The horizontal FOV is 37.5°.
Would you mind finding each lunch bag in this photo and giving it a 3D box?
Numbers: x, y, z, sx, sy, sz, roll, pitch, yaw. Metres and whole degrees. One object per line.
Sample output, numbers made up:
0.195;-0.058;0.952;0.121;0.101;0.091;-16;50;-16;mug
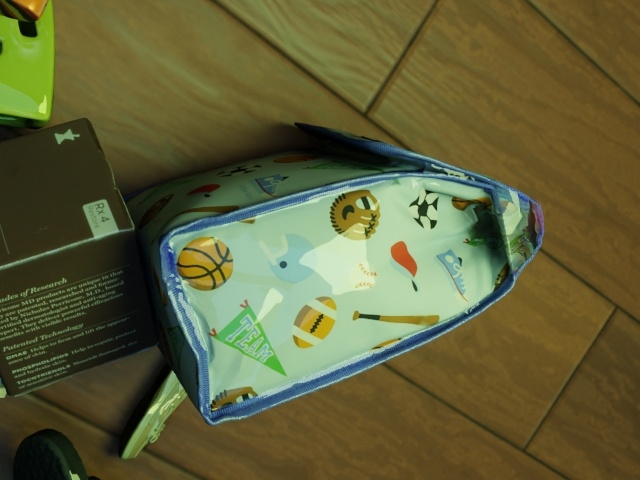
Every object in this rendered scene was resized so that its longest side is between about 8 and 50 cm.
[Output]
0.000;0.000;1.026;0.385;0.328;0.239;-16;104;-15;lunch bag

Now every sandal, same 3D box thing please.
-0.261;0.402;1.123;0.107;0.167;0.446;-27;119;-40;sandal

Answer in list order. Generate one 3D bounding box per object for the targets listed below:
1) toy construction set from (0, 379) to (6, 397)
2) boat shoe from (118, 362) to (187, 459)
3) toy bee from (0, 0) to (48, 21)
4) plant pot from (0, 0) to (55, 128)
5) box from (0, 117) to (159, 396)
-0.451;0.101;0.907;0.215;0.328;0.151;23;79;6;toy construction set
-0.190;0.204;1.143;0.048;0.056;0.153;34;81;-18;boat shoe
-0.354;-0.278;0.733;0.195;0.162;0.298;-52;130;-23;toy bee
-0.363;-0.228;0.903;0.227;0.228;0.207;9;92;-20;plant pot
-0.279;0.019;0.968;0.167;0.168;0.203;-18;142;-15;box
